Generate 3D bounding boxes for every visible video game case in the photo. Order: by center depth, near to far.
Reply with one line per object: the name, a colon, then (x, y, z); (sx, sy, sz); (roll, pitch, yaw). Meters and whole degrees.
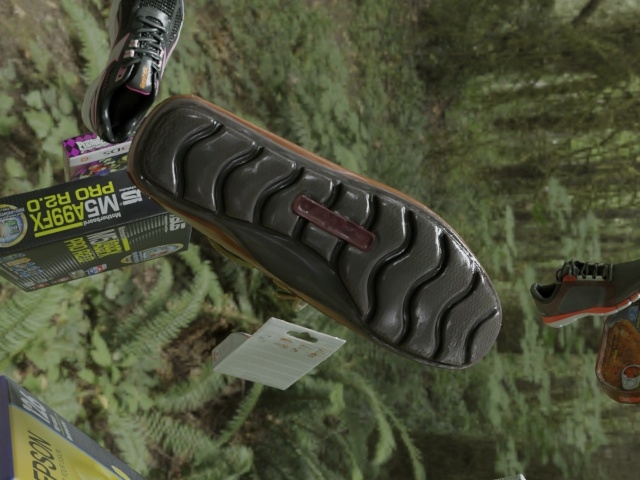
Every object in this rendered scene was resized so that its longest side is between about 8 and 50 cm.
video game case: (-0.354, -0.143, 1.345); (0.042, 0.210, 0.232); (65, -23, 11)

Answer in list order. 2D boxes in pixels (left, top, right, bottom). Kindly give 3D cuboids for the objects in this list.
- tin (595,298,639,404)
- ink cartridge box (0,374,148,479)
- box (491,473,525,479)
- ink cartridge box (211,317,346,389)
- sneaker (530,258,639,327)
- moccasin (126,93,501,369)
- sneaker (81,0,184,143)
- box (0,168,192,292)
tin: (0.456, 0.156, 1.062); (0.040, 0.106, 0.189); (56, 43, -21)
ink cartridge box: (-0.260, 0.227, 0.712); (0.307, 0.072, 0.303); (47, -13, -22)
box: (0.196, 0.356, 0.845); (0.091, 0.130, 0.170); (-89, 154, -47)
ink cartridge box: (-0.070, 0.169, 1.188); (0.179, 0.145, 0.045); (-45, -143, 36)
sneaker: (0.307, 0.049, 0.856); (0.065, 0.158, 0.061); (51, 41, -8)
moccasin: (-0.001, 0.003, 0.696); (0.139, 0.380, 0.147); (-67, -170, -3)
sneaker: (-0.173, -0.170, 0.720); (0.077, 0.072, 0.178); (48, -59, 53)
box: (-0.261, -0.010, 0.863); (0.270, 0.216, 0.060); (139, -65, -74)
